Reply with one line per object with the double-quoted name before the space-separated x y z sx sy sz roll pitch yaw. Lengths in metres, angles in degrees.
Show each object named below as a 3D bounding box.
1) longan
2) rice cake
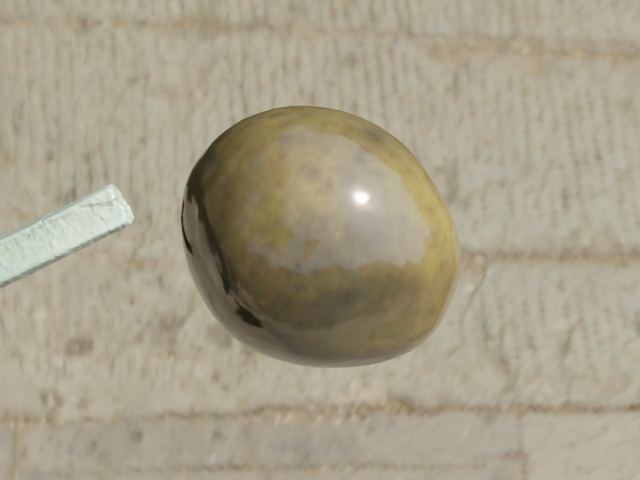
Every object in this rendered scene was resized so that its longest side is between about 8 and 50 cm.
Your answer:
"longan" 0.000 0.000 1.204 0.187 0.167 0.167 23 65 -14
"rice cake" -0.268 0.020 1.521 0.245 0.045 0.042 -23 99 6
